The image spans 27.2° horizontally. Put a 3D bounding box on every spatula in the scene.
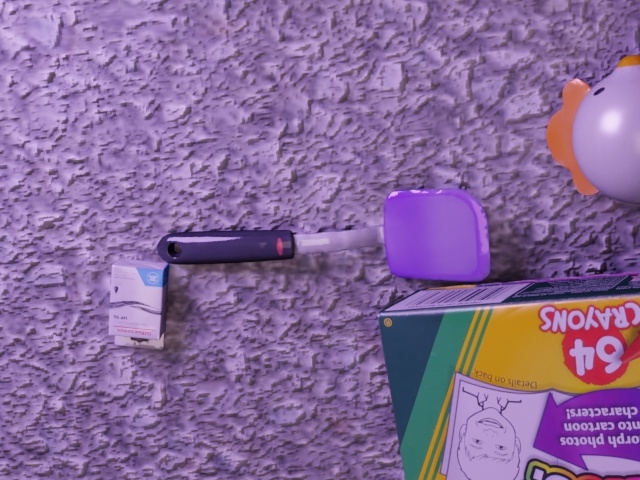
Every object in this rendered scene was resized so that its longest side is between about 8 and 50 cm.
[{"bbox_3d":[0.000,0.000,1.172,0.296,0.030,0.084,-3,102,5],"label":"spatula"}]

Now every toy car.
[{"bbox_3d":[0.285,-0.110,1.069,0.238,0.219,0.210,-2,104,34],"label":"toy car"}]

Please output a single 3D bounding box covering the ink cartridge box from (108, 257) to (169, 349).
[{"bbox_3d":[-0.165,0.061,1.198,0.048,0.028,0.083,5,104,3],"label":"ink cartridge box"}]

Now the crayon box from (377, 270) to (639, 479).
[{"bbox_3d":[0.250,0.188,1.081,0.363,0.106,0.313,-6,97,28],"label":"crayon box"}]
